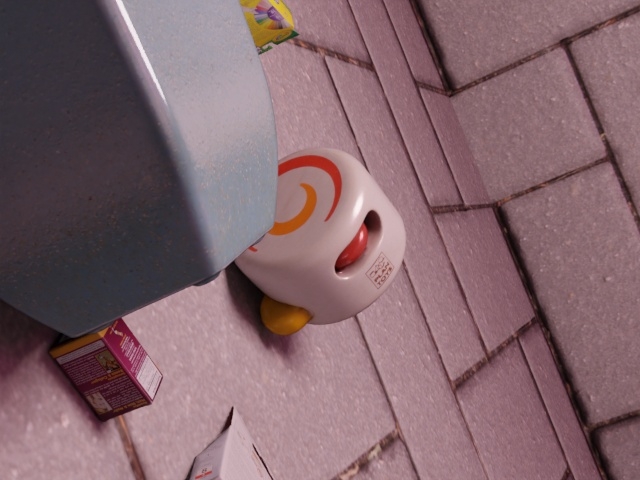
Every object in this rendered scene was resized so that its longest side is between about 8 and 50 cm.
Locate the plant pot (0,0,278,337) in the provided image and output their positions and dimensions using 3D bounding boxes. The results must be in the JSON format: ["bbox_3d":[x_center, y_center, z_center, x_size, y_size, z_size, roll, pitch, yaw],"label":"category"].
[{"bbox_3d":[-0.169,-0.074,0.797,0.252,0.247,0.247,63,21,-7],"label":"plant pot"}]

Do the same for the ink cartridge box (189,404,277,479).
[{"bbox_3d":[-0.076,0.262,1.007,0.145,0.045,0.179,62,3,-11],"label":"ink cartridge box"}]

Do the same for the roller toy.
[{"bbox_3d":[0.000,0.000,1.223,0.146,0.191,0.209,48,27,-42],"label":"roller toy"}]

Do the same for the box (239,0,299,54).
[{"bbox_3d":[-0.114,-0.323,1.403,0.179,0.105,0.043,41,34,-51],"label":"box"}]

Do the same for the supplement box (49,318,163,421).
[{"bbox_3d":[-0.182,0.106,0.860,0.083,0.055,0.043,60,20,-22],"label":"supplement box"}]
